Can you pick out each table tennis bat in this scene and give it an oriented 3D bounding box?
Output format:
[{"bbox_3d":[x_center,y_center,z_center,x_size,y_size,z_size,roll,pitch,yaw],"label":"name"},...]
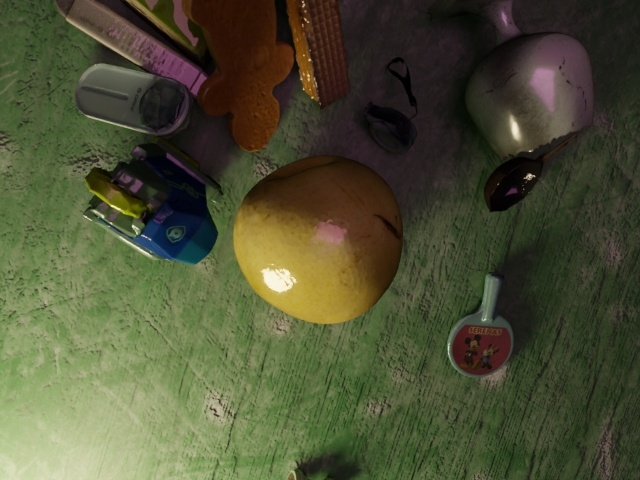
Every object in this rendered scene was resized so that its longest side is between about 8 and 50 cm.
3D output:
[{"bbox_3d":[0.362,0.188,1.090,0.153,0.040,0.244,8,100,-9],"label":"table tennis bat"}]

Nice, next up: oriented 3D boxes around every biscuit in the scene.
[{"bbox_3d":[-0.135,-0.302,0.851,0.047,0.339,0.216,35,63,28],"label":"biscuit"},{"bbox_3d":[-0.014,-0.421,0.850,0.094,0.054,0.378,-35,136,-21],"label":"biscuit"}]

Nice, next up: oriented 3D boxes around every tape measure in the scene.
[{"bbox_3d":[0.163,-0.267,0.981,0.104,0.107,0.179,15,73,27],"label":"tape measure"}]

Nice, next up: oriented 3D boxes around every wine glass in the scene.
[{"bbox_3d":[0.368,-0.328,0.933,0.238,0.238,0.323,-22,91,-5],"label":"wine glass"}]

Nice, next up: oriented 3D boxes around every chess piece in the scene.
[{"bbox_3d":[-0.016,0.531,1.062,0.103,0.067,0.067,12,95,-19],"label":"chess piece"}]

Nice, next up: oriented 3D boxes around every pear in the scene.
[{"bbox_3d":[0.000,0.000,0.884,0.309,0.309,0.309,-1,97,-8],"label":"pear"}]

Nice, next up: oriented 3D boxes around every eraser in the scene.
[{"bbox_3d":[-0.324,-0.346,0.892,0.352,0.089,0.061,30,94,-10],"label":"eraser"}]

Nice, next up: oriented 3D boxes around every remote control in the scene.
[{"bbox_3d":[-0.329,-0.246,0.871,0.247,0.052,0.104,19,87,21],"label":"remote control"}]

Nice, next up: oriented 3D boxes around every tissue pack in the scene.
[{"bbox_3d":[-0.201,-0.478,0.853,0.200,0.167,0.274,38,89,-13],"label":"tissue pack"}]

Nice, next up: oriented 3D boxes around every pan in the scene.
[{"bbox_3d":[0.422,-0.142,1.023,0.202,0.128,0.048,-32,57,0],"label":"pan"}]

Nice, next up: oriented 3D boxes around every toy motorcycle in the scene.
[{"bbox_3d":[-0.262,-0.050,0.818,0.200,0.326,0.191,38,91,-13],"label":"toy motorcycle"}]
